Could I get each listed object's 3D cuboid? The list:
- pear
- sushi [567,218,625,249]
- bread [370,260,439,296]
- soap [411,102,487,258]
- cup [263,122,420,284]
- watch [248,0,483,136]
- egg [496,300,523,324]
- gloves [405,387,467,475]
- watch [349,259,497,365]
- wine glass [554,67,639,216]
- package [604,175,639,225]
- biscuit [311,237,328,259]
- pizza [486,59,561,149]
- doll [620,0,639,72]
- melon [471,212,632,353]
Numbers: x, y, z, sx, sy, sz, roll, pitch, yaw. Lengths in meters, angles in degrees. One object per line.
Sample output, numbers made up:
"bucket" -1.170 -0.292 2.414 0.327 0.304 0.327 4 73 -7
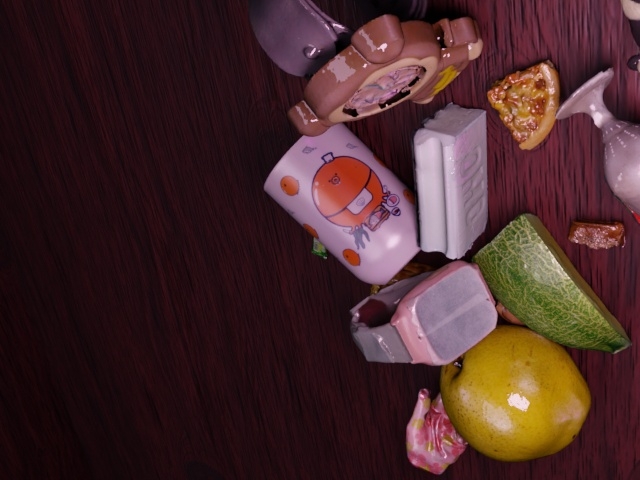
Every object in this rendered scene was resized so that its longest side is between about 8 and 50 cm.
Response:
"pear" 0.372 0.299 1.686 0.294 0.294 0.294 23 132 28
"sushi" 0.492 -0.010 1.525 0.120 0.052 0.055 5 107 37
"bread" 0.207 0.156 1.863 0.181 0.096 0.222 9 125 34
"soap" 0.249 -0.107 1.596 0.094 0.150 0.261 18 130 37
"cup" 0.070 -0.071 1.741 0.317 0.212 0.212 44 139 5
"watch" 0.059 -0.395 1.480 0.314 0.335 0.327 -41 69 55
"egg" 0.394 0.133 1.701 0.083 0.071 0.071 33 138 0
"gloves" 0.285 0.425 1.982 0.145 0.126 0.241 33 108 26
"watch" 0.186 0.147 1.665 0.162 0.253 0.241 64 158 -10
"wine glass" 0.487 -0.145 1.342 0.241 0.126 0.126 53 140 15
"package" 0.587 -0.092 1.387 0.166 0.040 0.232 53 141 -1
"biscuit" 0.000 0.000 1.999 0.046 0.016 0.089 24 133 25
"pizza" 0.350 -0.236 1.489 0.134 0.046 0.175 19 130 31
"doll" 0.507 -0.329 1.223 0.135 0.143 0.234 19 135 64
"melon" 0.444 0.103 1.595 0.323 0.124 0.196 47 146 7
